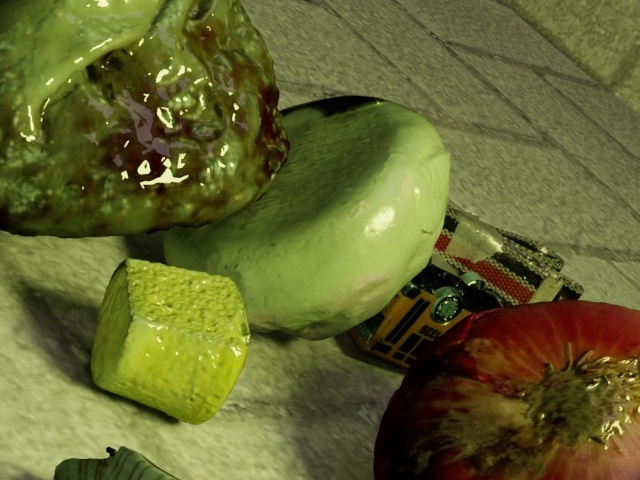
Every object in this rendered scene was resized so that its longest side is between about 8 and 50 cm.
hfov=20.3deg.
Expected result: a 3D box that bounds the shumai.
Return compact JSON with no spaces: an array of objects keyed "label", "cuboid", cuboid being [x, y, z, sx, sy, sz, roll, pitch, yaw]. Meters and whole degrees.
[{"label":"shumai","cuboid":[-0.188,-0.209,1.587,0.395,0.348,0.395,8,21,-3]}]

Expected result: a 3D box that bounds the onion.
[{"label":"onion","cuboid":[0.216,0.221,1.535,0.347,0.285,0.347,-2,46,3]}]

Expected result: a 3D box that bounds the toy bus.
[{"label":"toy bus","cuboid":[0.112,0.082,1.859,0.201,0.114,0.098,25,21,-40]}]

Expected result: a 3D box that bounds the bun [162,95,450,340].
[{"label":"bun","cuboid":[0.000,0.000,1.725,0.187,0.293,0.293,60,5,-31]}]

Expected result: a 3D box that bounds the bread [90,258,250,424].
[{"label":"bread","cuboid":[-0.125,0.085,1.474,0.114,0.111,0.129,21,25,-23]}]

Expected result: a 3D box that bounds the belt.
[{"label":"belt","cuboid":[0.153,0.004,2.146,0.359,0.094,0.126,28,16,-22]}]

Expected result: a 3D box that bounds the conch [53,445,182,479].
[{"label":"conch","cuboid":[-0.081,0.232,1.140,0.386,0.203,0.169,12,48,35]}]
